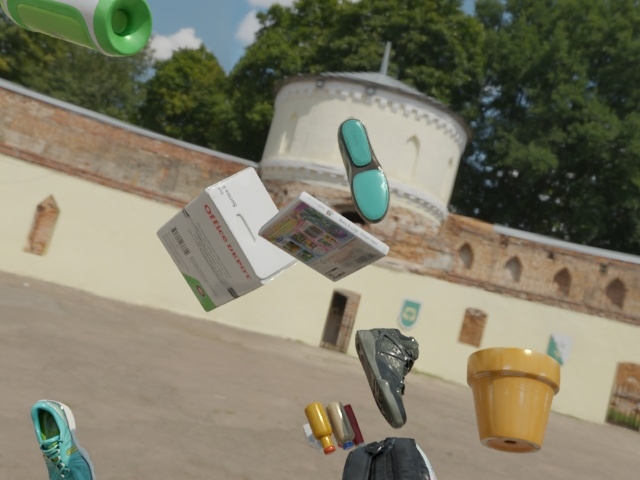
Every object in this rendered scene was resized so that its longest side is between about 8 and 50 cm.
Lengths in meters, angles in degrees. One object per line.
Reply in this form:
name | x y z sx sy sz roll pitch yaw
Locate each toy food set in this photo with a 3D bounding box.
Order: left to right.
toy food set | 0.031 0.426 1.451 0.111 0.104 0.232 -17 -33 -11

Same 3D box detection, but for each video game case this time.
video game case | 0.000 0.000 0.956 0.143 0.019 0.157 33 -28 -14

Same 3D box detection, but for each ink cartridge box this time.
ink cartridge box | -0.189 0.007 1.367 0.122 0.211 0.289 -33 4 -35

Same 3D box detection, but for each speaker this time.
speaker | -0.451 -0.423 1.235 0.297 0.131 0.131 22 -1 27

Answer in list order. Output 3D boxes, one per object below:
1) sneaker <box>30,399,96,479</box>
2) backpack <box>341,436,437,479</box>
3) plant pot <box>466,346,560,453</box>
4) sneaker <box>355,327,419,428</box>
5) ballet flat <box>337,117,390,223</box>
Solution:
sneaker | -0.629 0.511 1.616 0.107 0.275 0.110 -29 -18 -8
backpack | 0.085 0.333 0.819 0.152 0.115 0.182 -8 32 6
plant pot | 0.422 0.361 1.494 0.205 0.187 0.205 9 -29 5
sneaker | 0.160 0.270 1.384 0.131 0.227 0.087 -10 -44 -9
ballet flat | 0.081 -0.124 1.251 0.072 0.213 0.068 -13 -17 -3
